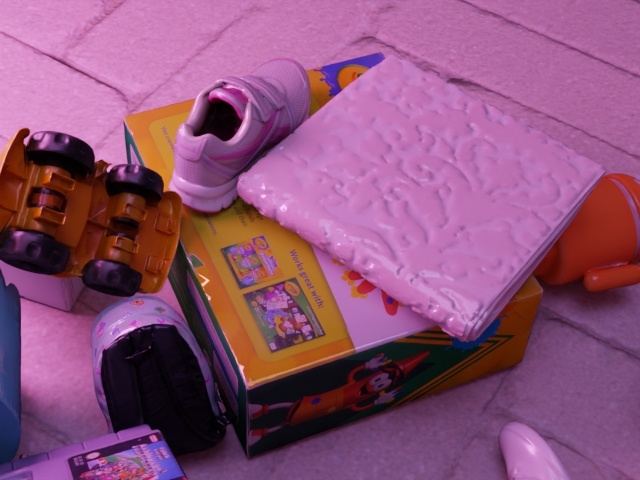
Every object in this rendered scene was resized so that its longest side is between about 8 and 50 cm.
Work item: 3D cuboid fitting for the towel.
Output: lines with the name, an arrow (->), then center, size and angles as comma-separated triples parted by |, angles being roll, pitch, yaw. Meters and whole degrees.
towel -> 0.122, -0.063, 1.443 | 0.332, 0.053, 0.317 | 32, 54, 21

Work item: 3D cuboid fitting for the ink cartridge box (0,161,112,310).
ink cartridge box -> -0.345, -0.019, 1.567 | 0.140, 0.082, 0.190 | 17, 52, 10

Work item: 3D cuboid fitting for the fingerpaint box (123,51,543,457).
fingerpaint box -> 0.000, 0.000, 1.523 | 0.371, 0.163, 0.444 | -17, 53, -17

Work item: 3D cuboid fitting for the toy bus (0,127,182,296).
toy bus -> -0.301, -0.015, 1.411 | 0.220, 0.211, 0.149 | 21, 69, -30

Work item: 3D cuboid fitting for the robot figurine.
robot figurine -> 0.346, -0.018, 1.587 | 0.220, 0.128, 0.158 | -14, 24, -15

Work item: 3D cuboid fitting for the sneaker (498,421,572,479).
sneaker -> 0.237, 0.299, 1.347 | 0.094, 0.080, 0.212 | -24, 56, -8

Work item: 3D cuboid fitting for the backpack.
backpack -> -0.192, 0.155, 1.356 | 0.152, 0.182, 0.115 | -21, 29, -15

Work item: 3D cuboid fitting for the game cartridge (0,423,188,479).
game cartridge -> -0.231, 0.257, 1.117 | 0.230, 0.068, 0.355 | -19, 12, -14

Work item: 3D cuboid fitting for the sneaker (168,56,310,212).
sneaker -> -0.089, -0.149, 1.462 | 0.103, 0.111, 0.252 | 23, 52, 16

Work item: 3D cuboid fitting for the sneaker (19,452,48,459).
sneaker -> -0.280, 0.285, 1.313 | 0.075, 0.057, 0.161 | -9, 35, -14

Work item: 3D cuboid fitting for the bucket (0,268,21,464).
bucket -> -0.448, 0.149, 1.294 | 0.281, 0.281, 0.183 | -9, 48, -12
